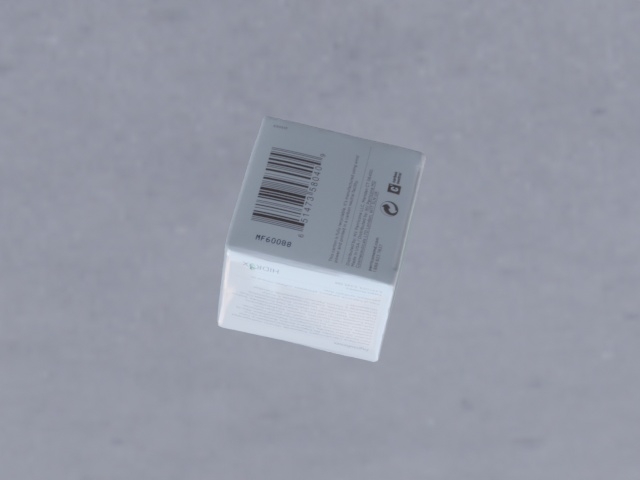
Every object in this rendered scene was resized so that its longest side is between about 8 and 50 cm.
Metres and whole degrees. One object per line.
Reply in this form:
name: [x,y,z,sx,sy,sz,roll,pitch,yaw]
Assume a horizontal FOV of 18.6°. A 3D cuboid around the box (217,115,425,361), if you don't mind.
box: [0.000,0.000,1.145,0.102,0.101,0.087,14,145,2]
